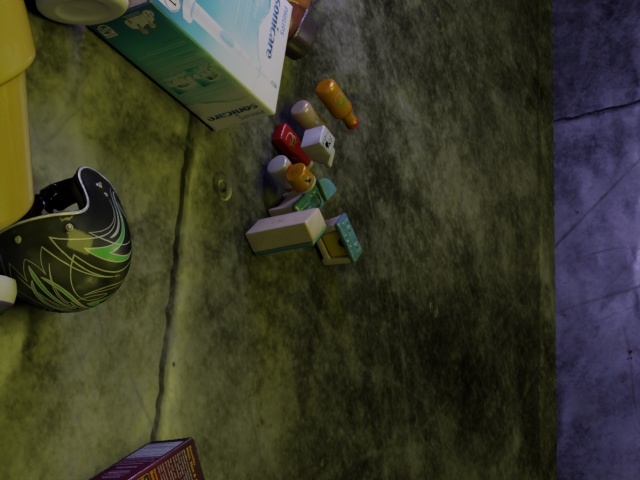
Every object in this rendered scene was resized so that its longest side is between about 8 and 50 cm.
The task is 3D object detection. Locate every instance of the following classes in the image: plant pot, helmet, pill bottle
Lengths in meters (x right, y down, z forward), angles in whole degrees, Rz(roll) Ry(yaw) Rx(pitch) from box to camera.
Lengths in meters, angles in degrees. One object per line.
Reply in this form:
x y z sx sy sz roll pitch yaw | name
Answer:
-0.410 -0.130 1.083 0.254 0.254 0.239 -47 136 -51 | plant pot
-0.308 0.008 1.250 0.169 0.169 0.161 48 27 -39 | helmet
-0.321 -0.407 1.385 0.121 0.121 0.216 9 73 -56 | pill bottle

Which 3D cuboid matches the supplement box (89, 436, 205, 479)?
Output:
-0.234 0.339 1.340 0.188 0.080 0.104 -25 102 -56 | supplement box

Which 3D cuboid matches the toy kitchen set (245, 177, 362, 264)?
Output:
0.000 0.000 1.755 0.207 0.122 0.166 -50 122 -50 | toy kitchen set

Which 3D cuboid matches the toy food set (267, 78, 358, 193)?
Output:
-0.012 -0.154 1.790 0.104 0.111 0.232 48 42 -39 | toy food set

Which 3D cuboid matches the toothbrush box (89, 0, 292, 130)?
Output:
-0.183 -0.338 1.569 0.295 0.126 0.216 37 51 -46 | toothbrush box

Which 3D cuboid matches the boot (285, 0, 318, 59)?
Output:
-0.110 -0.484 1.791 0.280 0.096 0.264 35 60 -38 | boot

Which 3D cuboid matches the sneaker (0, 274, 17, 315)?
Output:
-0.448 0.144 1.055 0.323 0.130 0.236 3 91 -64 | sneaker
